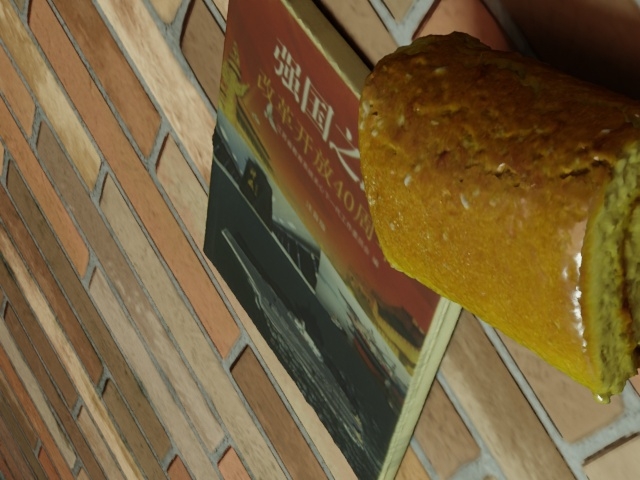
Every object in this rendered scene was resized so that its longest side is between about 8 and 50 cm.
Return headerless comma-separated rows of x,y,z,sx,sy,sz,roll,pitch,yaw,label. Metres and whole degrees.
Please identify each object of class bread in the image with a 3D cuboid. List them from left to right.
0.101,-0.022,0.723,0.172,0.103,0.132,33,139,49,bread

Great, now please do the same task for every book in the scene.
0.000,0.000,1.063,0.262,0.028,0.374,55,156,25,book
